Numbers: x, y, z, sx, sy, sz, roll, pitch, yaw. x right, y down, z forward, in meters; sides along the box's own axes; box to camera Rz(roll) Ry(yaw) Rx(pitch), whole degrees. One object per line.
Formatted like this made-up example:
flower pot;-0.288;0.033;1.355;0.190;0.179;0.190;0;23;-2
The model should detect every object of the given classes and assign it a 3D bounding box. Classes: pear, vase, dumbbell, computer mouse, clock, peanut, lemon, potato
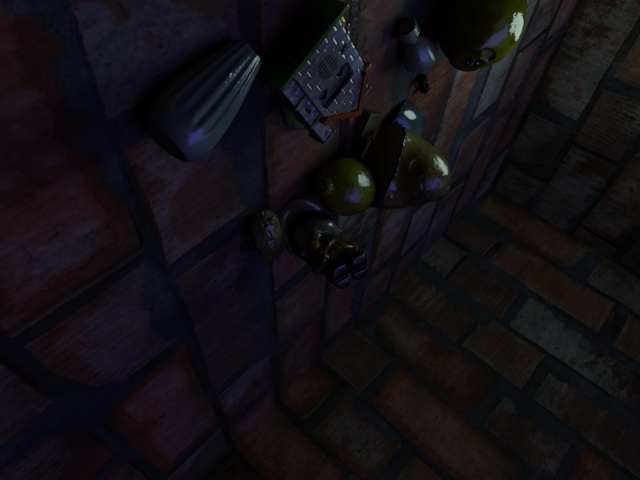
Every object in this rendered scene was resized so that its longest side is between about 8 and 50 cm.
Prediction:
pear;0.490;-0.668;1.459;0.321;0.269;0.269;-69;159;-8
vase;-0.205;-0.266;0.881;0.248;0.128;0.128;-55;159;-16
dumbbell;0.353;-0.540;1.647;0.083;0.040;0.036;31;65;-68
computer mouse;0.343;-0.400;1.772;0.167;0.090;0.379;-58;159;15
clock;0.006;-0.369;1.083;0.220;0.106;0.255;-52;147;-1
peanut;-0.155;-0.010;1.391;0.099;0.099;0.214;-45;163;-18
lemon;0.076;-0.165;1.474;0.248;0.184;0.184;-15;137;-62
potato;0.291;-0.213;1.581;0.237;0.289;0.301;14;112;-24

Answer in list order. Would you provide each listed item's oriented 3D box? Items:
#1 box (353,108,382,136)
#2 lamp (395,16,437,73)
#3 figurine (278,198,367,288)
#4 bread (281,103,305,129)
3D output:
box;0.152;-0.371;1.510;0.083;0.035;0.079;-18;139;-55
lamp;0.276;-0.567;1.391;0.106;0.106;0.193;-54;148;2
figurine;0.008;0.025;1.444;0.185;0.332;0.204;-26;144;-16
bread;-0.010;-0.378;1.194;0.228;0.033;0.228;-40;153;-26
